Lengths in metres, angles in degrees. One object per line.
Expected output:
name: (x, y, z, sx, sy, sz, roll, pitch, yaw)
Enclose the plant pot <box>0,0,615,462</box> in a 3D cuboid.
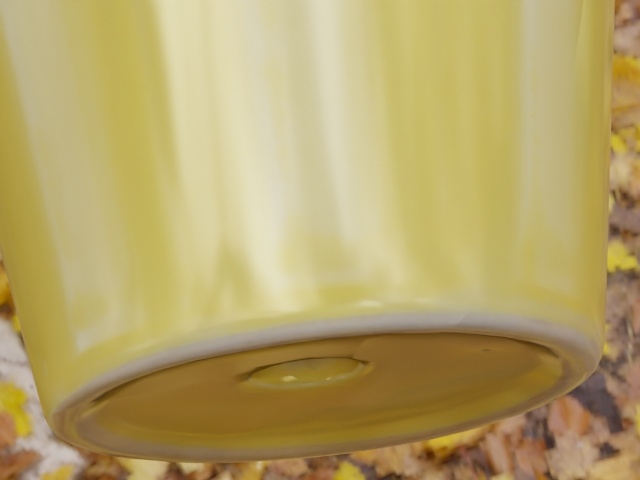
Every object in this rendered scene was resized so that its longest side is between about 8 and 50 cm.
plant pot: (-0.013, -0.064, 0.471, 0.254, 0.254, 0.239, -11, 70, 12)
